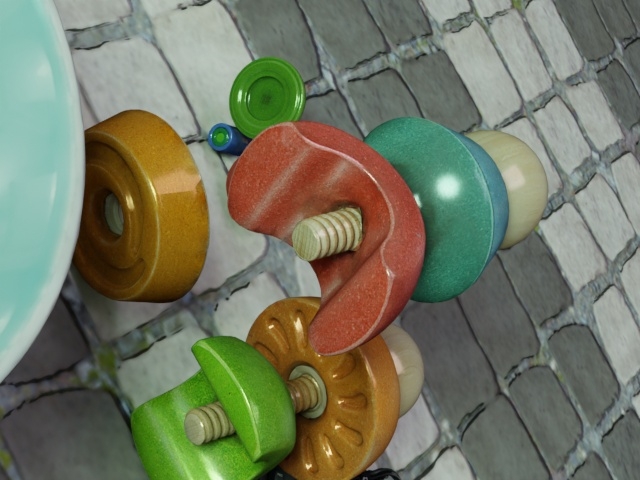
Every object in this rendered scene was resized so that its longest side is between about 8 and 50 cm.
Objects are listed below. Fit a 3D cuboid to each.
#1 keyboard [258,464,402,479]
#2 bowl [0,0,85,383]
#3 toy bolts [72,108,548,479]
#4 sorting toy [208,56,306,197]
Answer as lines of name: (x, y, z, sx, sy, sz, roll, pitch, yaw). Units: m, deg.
keyboard: (0.025, 0.176, 0.773, 0.180, 0.023, 0.108, 33, 46, -36)
bowl: (-0.252, -0.047, 0.449, 0.311, 0.163, 0.311, 28, 49, -39)
toy bolts: (0.000, 0.000, 0.671, 0.158, 0.228, 0.218, -15, 71, -43)
sorting toy: (-0.032, -0.059, 0.815, 0.042, 0.061, 0.102, 9, 89, -64)
